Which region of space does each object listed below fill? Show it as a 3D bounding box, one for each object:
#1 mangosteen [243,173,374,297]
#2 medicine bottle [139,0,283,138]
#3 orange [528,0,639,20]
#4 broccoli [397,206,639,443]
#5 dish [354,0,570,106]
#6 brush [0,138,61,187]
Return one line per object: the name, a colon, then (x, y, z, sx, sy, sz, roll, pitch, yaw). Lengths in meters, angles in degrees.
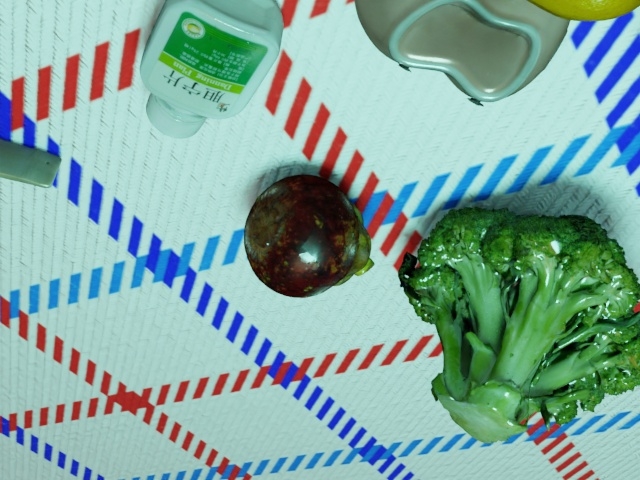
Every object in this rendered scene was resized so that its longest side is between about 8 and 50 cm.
mangosteen: (-0.001, -0.009, 1.108, 0.181, 0.156, 0.145, -6, 124, -31)
medicine bottle: (-0.120, -0.183, 0.937, 0.119, 0.069, 0.183, 19, 143, -20)
orange: (0.201, -0.248, 0.717, 0.136, 0.159, 0.159, -16, 141, 3)
broccoli: (0.248, 0.108, 1.095, 0.321, 0.283, 0.304, 44, 143, -16)
dish: (0.136, -0.201, 0.848, 0.213, 0.090, 0.213, 4, 143, 3)
brush: (-0.466, -0.135, 1.070, 0.321, 0.060, 0.050, 17, 132, -13)
